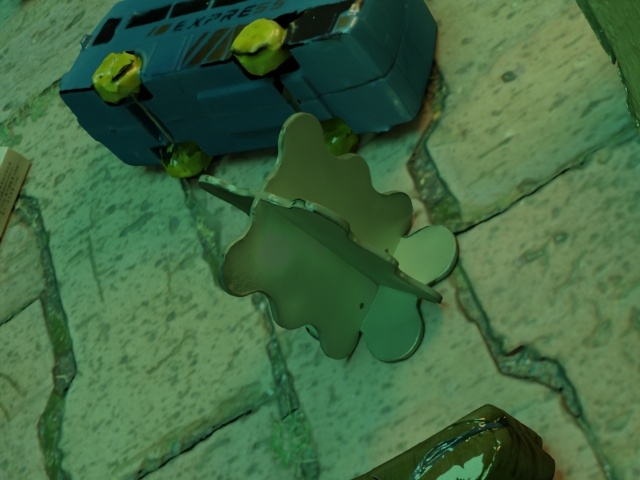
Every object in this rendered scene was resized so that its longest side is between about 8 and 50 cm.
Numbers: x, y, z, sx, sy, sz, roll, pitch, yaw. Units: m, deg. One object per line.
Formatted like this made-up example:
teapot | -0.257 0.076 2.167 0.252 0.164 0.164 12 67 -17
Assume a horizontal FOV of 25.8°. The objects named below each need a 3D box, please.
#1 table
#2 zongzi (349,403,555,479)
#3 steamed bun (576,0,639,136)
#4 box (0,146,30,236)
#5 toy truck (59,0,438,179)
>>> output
table | 0.000 0.000 1.201 0.167 0.198 0.166 -19 55 29
zongzi | 0.082 0.263 1.029 0.228 0.115 0.256 -31 39 17
steamed bun | 0.285 -0.189 1.077 0.110 0.231 0.212 -25 4 -9
box | -0.413 -0.036 1.650 0.100 0.048 0.152 1 64 40
toy truck | -0.077 -0.174 1.404 0.385 0.161 0.162 -7 49 35
